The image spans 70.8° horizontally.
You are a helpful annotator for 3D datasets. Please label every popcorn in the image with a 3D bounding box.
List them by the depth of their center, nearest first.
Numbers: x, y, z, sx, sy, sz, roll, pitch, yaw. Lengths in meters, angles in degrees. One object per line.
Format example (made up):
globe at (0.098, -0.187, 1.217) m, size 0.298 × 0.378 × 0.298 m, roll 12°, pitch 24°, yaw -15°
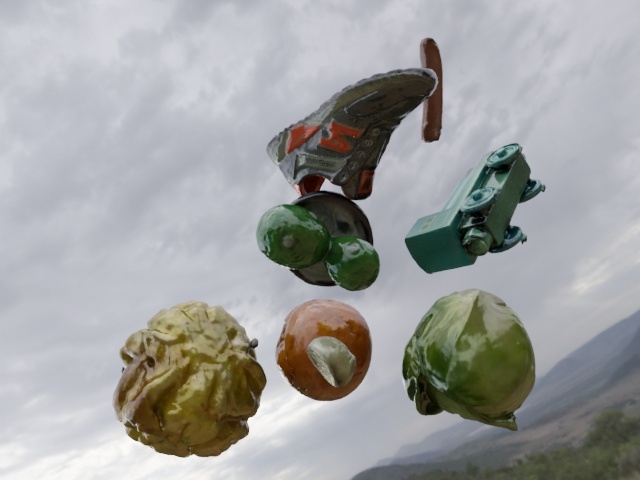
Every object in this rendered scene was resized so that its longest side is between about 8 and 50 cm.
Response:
popcorn at (-0.311, 0.327, 1.033) m, size 0.382 × 0.349 × 0.349 m, roll -34°, pitch -27°, yaw 29°

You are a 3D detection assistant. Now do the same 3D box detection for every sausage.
sausage at (0.203, -0.274, 0.826) m, size 0.043 × 0.186 × 0.043 m, roll -2°, pitch 7°, yaw 0°

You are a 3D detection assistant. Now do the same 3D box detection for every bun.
bun at (0.021, 0.183, 0.701) m, size 0.055 × 0.086 × 0.086 m, roll -35°, pitch -25°, yaw -22°

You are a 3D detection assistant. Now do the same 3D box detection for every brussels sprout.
brussels sprout at (0.313, 0.256, 0.958) m, size 0.227 × 0.259 × 0.294 m, roll 30°, pitch -97°, yaw -40°

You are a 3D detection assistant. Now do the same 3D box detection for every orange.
orange at (0.007, 0.253, 1.058) m, size 0.240 × 0.240 × 0.240 m, roll -23°, pitch -29°, yaw -13°

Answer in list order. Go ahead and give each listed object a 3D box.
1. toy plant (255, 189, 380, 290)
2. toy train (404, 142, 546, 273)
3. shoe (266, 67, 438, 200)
toy plant at (0.000, 0.000, 0.793) m, size 0.235 × 0.218 × 0.175 m, roll -89°, pitch 24°, yaw -77°
toy train at (0.300, -0.068, 0.869) m, size 0.194 × 0.120 × 0.298 m, roll -20°, pitch 22°, yaw 49°
shoe at (0.060, -0.157, 0.777) m, size 0.336 × 0.171 × 0.132 m, roll -22°, pitch 0°, yaw 35°
